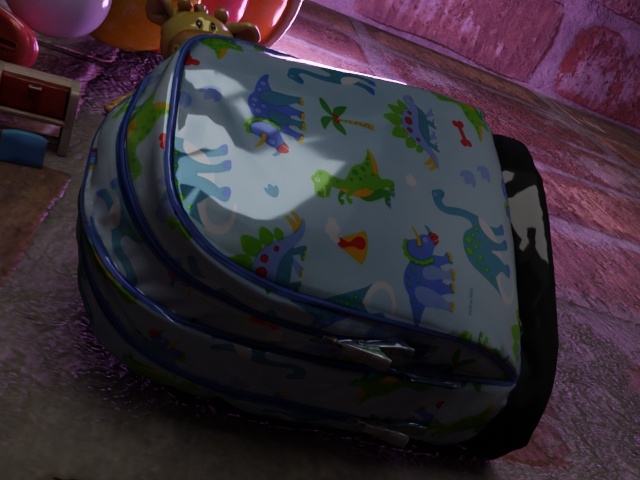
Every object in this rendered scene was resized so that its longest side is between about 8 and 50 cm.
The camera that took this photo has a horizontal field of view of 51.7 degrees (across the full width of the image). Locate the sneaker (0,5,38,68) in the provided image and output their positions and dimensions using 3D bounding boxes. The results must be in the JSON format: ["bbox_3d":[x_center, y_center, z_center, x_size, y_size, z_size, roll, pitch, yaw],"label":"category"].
[{"bbox_3d":[-0.367,-0.236,0.759,0.221,0.087,0.128,21,20,27],"label":"sneaker"}]

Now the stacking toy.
[{"bbox_3d":[-0.243,-0.378,0.897,0.350,0.351,0.480,27,31,5],"label":"stacking toy"}]

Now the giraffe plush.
[{"bbox_3d":[-0.152,-0.196,0.807,0.181,0.170,0.210,-4,38,-44],"label":"giraffe plush"}]

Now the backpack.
[{"bbox_3d":[0.000,0.000,0.503,0.355,0.273,0.290,7,63,-6],"label":"backpack"}]

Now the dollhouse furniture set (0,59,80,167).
[{"bbox_3d":[-0.319,-0.141,0.611,0.183,0.129,0.129,11,30,-26],"label":"dollhouse furniture set"}]
